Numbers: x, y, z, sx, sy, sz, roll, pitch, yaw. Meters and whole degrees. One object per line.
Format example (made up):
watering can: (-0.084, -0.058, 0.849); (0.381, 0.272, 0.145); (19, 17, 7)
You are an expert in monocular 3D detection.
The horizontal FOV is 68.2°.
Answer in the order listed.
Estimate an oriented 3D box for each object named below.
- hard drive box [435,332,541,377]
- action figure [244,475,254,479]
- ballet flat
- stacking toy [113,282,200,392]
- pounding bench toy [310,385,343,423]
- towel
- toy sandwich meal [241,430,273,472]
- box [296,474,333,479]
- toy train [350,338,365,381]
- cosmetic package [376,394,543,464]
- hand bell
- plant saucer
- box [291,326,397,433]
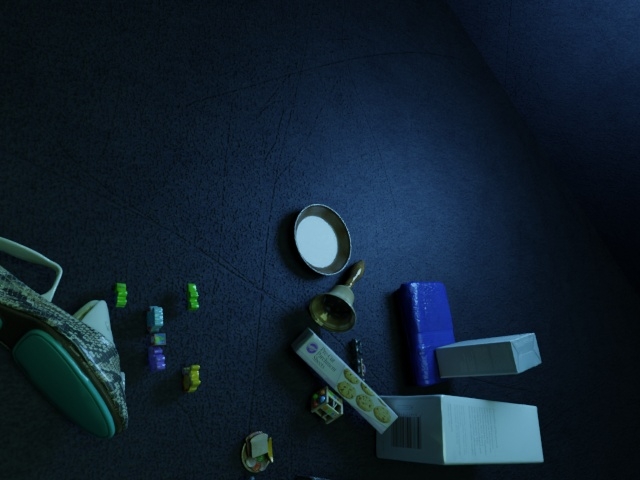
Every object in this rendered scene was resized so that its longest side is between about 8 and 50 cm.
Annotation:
hard drive box: (0.483, 0.333, 1.367); (0.181, 0.232, 0.089); (2, 75, -46)
action figure: (-0.075, 0.636, 0.874); (0.341, 0.178, 0.330); (43, 62, 7)
ballet flat: (-0.473, 0.118, 0.778); (0.483, 0.164, 0.182); (45, 36, -17)
stacking toy: (-0.328, 0.193, 0.937); (0.167, 0.052, 0.221); (8, 69, -40)
pounding bench toy: (0.013, 0.388, 1.156); (0.065, 0.052, 0.083); (44, 20, -19)
towel: (0.331, 0.282, 1.456); (0.228, 0.076, 0.308); (7, 71, -46)
toy sandwich meal: (-0.133, 0.458, 1.024); (0.086, 0.029, 0.085); (14, 67, -37)
box: (0.050, 0.712, 1.071); (0.293, 0.073, 0.295); (29, 58, -31)
toy train: (0.104, 0.344, 1.267); (0.036, 0.027, 0.158); (14, 66, -48)
cosmetic package: (0.391, 0.528, 1.314); (0.453, 0.230, 0.161); (20, 63, -36)
hand bell: (0.074, 0.123, 1.280); (0.126, 0.126, 0.242); (53, 38, -14)
plant saucer: (0.000, 0.000, 1.285); (0.199, 0.036, 0.198); (14, 67, -36)
box: (0.062, 0.350, 1.175); (0.067, 0.063, 0.324); (-44, 104, -7)
